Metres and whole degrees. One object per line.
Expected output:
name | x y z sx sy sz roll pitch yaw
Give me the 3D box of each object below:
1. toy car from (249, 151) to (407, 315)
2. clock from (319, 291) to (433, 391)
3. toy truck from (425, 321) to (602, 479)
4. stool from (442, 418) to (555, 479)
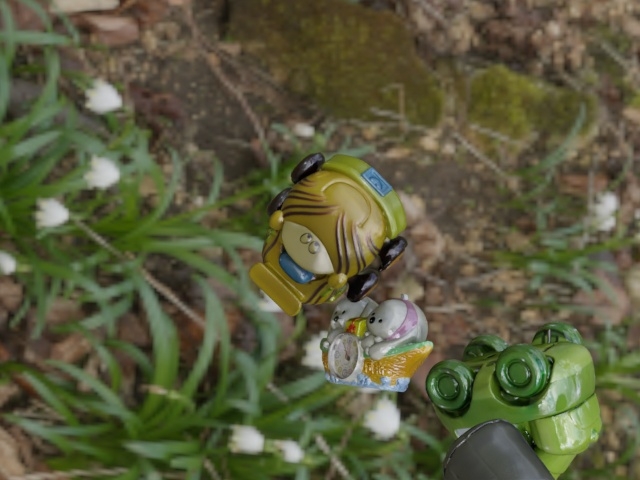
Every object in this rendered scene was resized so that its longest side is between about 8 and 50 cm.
toy car | 0.000 0.000 1.917 0.142 0.200 0.248 -39 169 -46
clock | 0.080 0.147 1.978 0.103 0.231 0.144 10 84 -41
toy truck | 0.241 0.198 1.552 0.148 0.187 0.210 -20 77 -56
stool | 0.188 0.248 1.393 0.096 0.110 0.096 -21 135 -22
